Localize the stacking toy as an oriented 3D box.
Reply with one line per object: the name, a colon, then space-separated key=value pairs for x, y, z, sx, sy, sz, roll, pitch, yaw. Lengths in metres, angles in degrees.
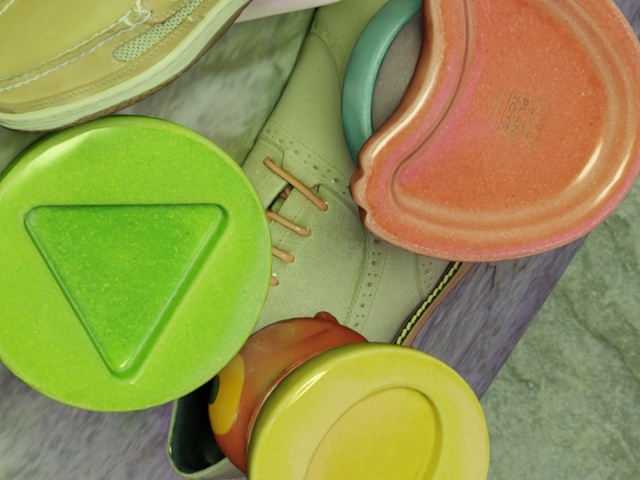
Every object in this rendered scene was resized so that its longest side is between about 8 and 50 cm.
stacking toy: x=-0.013 y=-0.023 z=0.711 sx=0.309 sy=0.279 sz=0.130 roll=-61 pitch=-157 yaw=3

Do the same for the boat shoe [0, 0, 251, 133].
boat shoe: x=-0.055 y=-0.111 z=0.526 sx=0.190 sy=0.068 sz=0.072 roll=-34 pitch=153 yaw=3

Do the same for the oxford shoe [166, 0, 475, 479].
oxford shoe: x=0.000 y=0.000 z=0.853 sx=0.146 sy=0.140 sz=0.397 roll=-19 pitch=135 yaw=-36
